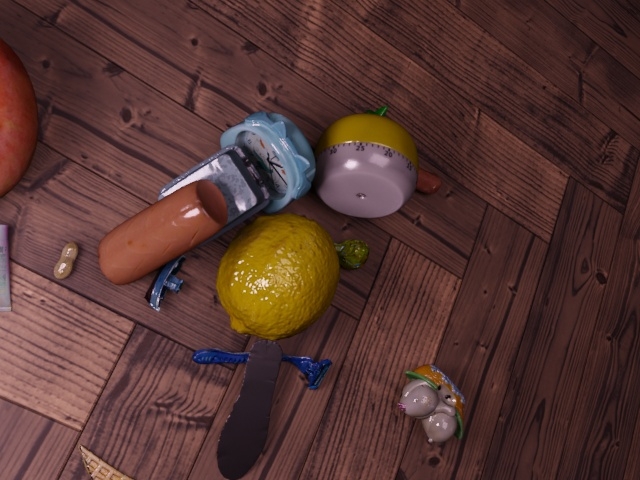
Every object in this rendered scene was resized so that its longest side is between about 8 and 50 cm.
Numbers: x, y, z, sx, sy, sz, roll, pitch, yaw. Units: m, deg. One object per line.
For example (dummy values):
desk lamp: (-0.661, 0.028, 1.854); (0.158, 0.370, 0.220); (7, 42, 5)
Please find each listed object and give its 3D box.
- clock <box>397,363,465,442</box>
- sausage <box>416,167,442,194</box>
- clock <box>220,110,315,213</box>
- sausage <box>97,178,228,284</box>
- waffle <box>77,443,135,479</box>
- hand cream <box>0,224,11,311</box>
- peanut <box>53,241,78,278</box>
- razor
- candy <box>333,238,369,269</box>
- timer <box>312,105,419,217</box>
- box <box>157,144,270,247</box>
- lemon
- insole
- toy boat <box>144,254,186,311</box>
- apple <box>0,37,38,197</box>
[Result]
clock: (0.283, 0.417, 1.831); (0.231, 0.103, 0.144); (48, 65, -10)
sausage: (0.258, -0.171, 1.953); (0.169, 0.065, 0.065); (24, 70, -23)
clock: (-0.104, -0.186, 1.643); (0.094, 0.274, 0.224); (-37, 100, -31)
sausage: (-0.334, -0.011, 1.497); (0.121, 0.304, 0.121); (50, 23, -29)
waffle: (-0.458, 0.493, 1.475); (0.152, 0.023, 0.097); (42, 64, -16)
hand cream: (-0.654, 0.055, 1.448); (0.076, 0.047, 0.174); (3, 88, -28)
peanut: (-0.530, 0.041, 1.516); (0.037, 0.037, 0.083); (19, 76, -23)
razor: (-0.138, 0.277, 1.671); (0.324, 0.093, 0.056); (12, 34, -22)
candy: (0.000, 0.002, 1.789); (0.262, 0.073, 0.077); (22, 82, -16)
timer: (0.115, -0.221, 1.783); (0.285, 0.285, 0.285); (5, 78, -27)
box: (-0.239, -0.094, 1.602); (0.227, 0.130, 0.162); (-31, 97, 4)
lemon: (-0.087, 0.073, 1.611); (0.268, 0.268, 0.322); (35, 70, -18)
insole: (-0.156, 0.379, 1.625); (0.109, 0.007, 0.322); (16, 86, -20)
toy boat: (-0.333, 0.092, 1.593); (0.061, 0.060, 0.137); (27, 64, 2)
apple: (-0.695, -0.216, 1.317); (0.364, 0.364, 0.364); (5, 78, -27)
